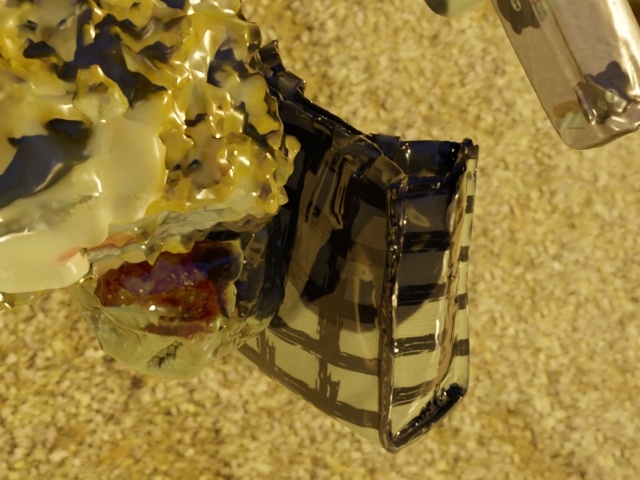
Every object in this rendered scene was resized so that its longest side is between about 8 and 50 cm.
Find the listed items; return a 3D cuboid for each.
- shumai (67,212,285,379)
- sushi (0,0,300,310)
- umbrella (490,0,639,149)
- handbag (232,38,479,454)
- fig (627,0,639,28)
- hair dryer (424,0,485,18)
[{"bbox_3d":[-0.159,0.039,1.233,0.225,0.260,0.222,29,37,6],"label":"shumai"},{"bbox_3d":[-0.221,-0.074,0.926,0.397,0.351,0.240,-15,88,-11],"label":"sushi"},{"bbox_3d":[0.097,-0.208,0.752,0.337,0.067,0.073,63,22,-9],"label":"umbrella"},{"bbox_3d":[0.000,0.000,1.360,0.162,0.325,0.327,-33,139,-36],"label":"handbag"},{"bbox_3d":[0.360,-0.237,1.304,0.181,0.191,0.181,-20,118,-44],"label":"fig"},{"bbox_3d":[0.195,-0.322,1.205,0.119,0.296,0.298,27,41,-25],"label":"hair dryer"}]
